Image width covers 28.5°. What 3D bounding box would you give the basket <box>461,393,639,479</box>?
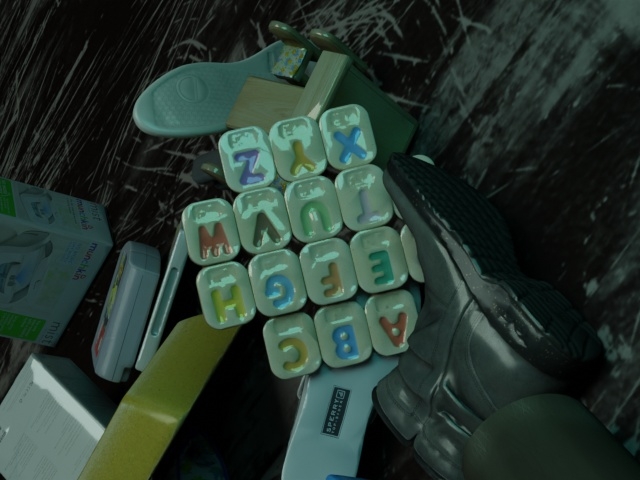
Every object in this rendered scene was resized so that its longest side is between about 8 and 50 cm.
[{"bbox_3d":[0.215,0.245,1.035,0.204,0.154,0.227,-57,31,23],"label":"basket"}]

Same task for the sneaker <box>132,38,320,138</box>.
[{"bbox_3d":[-0.137,-0.177,1.712,0.104,0.296,0.147,59,146,9],"label":"sneaker"}]

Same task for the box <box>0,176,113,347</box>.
[{"bbox_3d":[-0.530,0.038,2.232,0.262,0.231,0.126,-55,35,26],"label":"box"}]

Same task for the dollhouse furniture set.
[{"bbox_3d":[-0.031,-0.157,1.523,0.242,0.161,0.212,19,80,41],"label":"dollhouse furniture set"}]

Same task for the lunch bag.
[{"bbox_3d":[-0.184,0.341,1.678,0.128,0.096,0.151,-59,23,26],"label":"lunch bag"}]

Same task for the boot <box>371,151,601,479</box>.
[{"bbox_3d":[0.112,0.081,1.273,0.222,0.118,0.338,-57,42,26],"label":"boot"}]

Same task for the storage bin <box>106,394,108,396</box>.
[{"bbox_3d":[-0.430,0.308,2.086,0.180,0.084,0.122,-10,67,55],"label":"storage bin"}]

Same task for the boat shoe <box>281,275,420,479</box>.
[{"bbox_3d":[0.030,0.161,1.417,0.102,0.108,0.301,145,141,-84],"label":"boat shoe"}]

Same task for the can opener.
[{"bbox_3d":[-0.095,-0.101,1.758,0.280,0.074,0.093,-5,73,57],"label":"can opener"}]

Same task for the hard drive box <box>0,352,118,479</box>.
[{"bbox_3d":[-0.389,0.311,1.911,0.232,0.089,0.181,38,101,33],"label":"hard drive box"}]

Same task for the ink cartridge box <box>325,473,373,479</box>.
[{"bbox_3d":[0.067,0.343,1.276,0.203,0.086,0.148,20,93,60],"label":"ink cartridge box"}]

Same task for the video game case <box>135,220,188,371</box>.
[{"bbox_3d":[-0.227,0.076,1.846,0.227,0.026,0.206,-142,70,-83],"label":"video game case"}]

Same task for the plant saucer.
[{"bbox_3d":[-0.233,0.256,1.642,0.332,0.081,0.332,-59,0,23],"label":"plant saucer"}]

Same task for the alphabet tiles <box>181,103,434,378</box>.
[{"bbox_3d":[0.000,0.000,1.362,0.021,0.284,0.277,145,113,-84],"label":"alphabet tiles"}]

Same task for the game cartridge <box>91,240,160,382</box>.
[{"bbox_3d":[-0.297,0.099,1.920,0.294,0.060,0.196,-168,99,-78],"label":"game cartridge"}]
